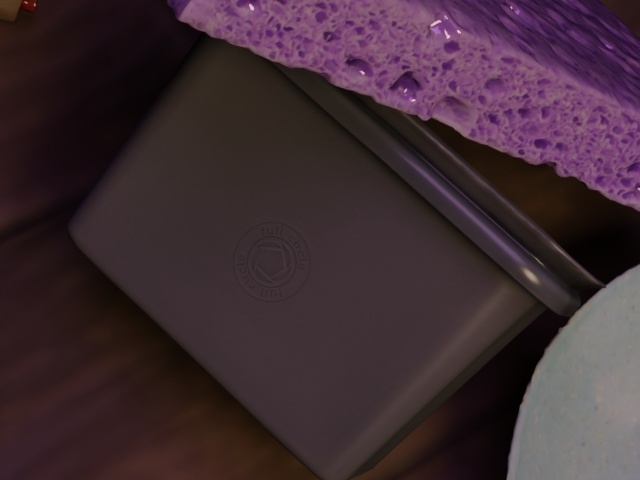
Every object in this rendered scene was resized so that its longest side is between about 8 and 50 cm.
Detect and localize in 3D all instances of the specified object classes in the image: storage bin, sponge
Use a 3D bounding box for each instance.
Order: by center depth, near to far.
[{"bbox_3d":[0.030,-0.068,0.481,0.210,0.031,0.117,20,26,-40],"label":"sponge"},{"bbox_3d":[0.000,0.000,0.494,0.135,0.098,0.091,43,96,10],"label":"storage bin"}]

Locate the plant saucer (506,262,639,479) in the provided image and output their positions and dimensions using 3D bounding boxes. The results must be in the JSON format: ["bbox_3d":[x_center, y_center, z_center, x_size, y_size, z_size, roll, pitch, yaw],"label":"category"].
[{"bbox_3d":[0.142,0.092,0.503,0.194,0.037,0.195,5,63,-9],"label":"plant saucer"}]

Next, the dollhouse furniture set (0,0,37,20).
[{"bbox_3d":[-0.128,-0.177,0.498,0.128,0.184,0.129,13,61,-6],"label":"dollhouse furniture set"}]
